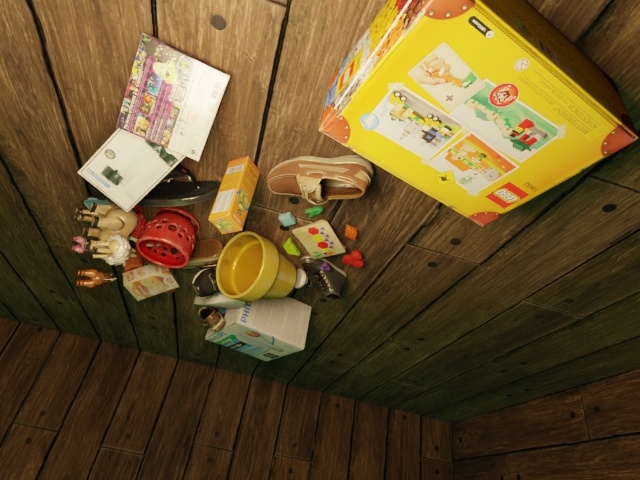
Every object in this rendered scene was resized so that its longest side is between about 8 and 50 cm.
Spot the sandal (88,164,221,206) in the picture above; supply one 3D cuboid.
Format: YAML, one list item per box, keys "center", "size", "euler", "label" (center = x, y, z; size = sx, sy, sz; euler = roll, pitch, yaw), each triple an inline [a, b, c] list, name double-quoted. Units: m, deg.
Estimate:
- center: [-0.529, -0.182, 1.283]
  size: [0.445, 0.167, 0.107]
  euler: [4, 121, 11]
  label: "sandal"

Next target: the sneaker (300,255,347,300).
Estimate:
- center: [0.011, 0.148, 1.633]
  size: [0.222, 0.118, 0.083]
  euler: [28, 142, -23]
  label: "sneaker"

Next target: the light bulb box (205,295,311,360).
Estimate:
- center: [-0.300, 0.396, 1.981]
  size: [0.361, 0.225, 0.358]
  euler: [28, 142, -25]
  label: "light bulb box"

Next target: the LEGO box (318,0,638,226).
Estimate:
- center: [0.310, -0.282, 0.868]
  size: [0.500, 0.193, 0.372]
  euler: [26, 143, -21]
  label: "LEGO box"

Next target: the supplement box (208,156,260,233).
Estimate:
- center: [-0.246, -0.134, 1.195]
  size: [0.080, 0.233, 0.078]
  euler: [-7, 142, 24]
  label: "supplement box"

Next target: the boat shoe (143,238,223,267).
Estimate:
- center: [-0.545, 0.070, 1.673]
  size: [0.341, 0.123, 0.123]
  euler: [-6, 147, 7]
  label: "boat shoe"

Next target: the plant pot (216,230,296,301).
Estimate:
- center: [-0.225, 0.121, 1.567]
  size: [0.254, 0.254, 0.239]
  euler: [-16, 152, 33]
  label: "plant pot"

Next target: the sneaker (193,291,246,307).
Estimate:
- center: [-0.446, 0.215, 1.797]
  size: [0.366, 0.150, 0.135]
  euler: [-7, 163, 44]
  label: "sneaker"

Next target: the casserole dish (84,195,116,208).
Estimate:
- center: [-0.803, -0.110, 1.556]
  size: [0.114, 0.037, 0.188]
  euler: [1, 145, 13]
  label: "casserole dish"

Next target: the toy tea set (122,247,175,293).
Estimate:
- center: [-0.765, 0.126, 1.852]
  size: [0.200, 0.124, 0.336]
  euler: [-14, 145, -16]
  label: "toy tea set"

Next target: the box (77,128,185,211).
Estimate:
- center: [-0.492, -0.235, 1.122]
  size: [0.290, 0.087, 0.169]
  euler: [-37, 115, 16]
  label: "box"

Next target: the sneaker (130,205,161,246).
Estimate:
- center: [-0.672, -0.053, 1.561]
  size: [0.221, 0.087, 0.128]
  euler: [15, 130, -45]
  label: "sneaker"

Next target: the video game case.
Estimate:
- center: [-0.357, -0.340, 1.001]
  size: [0.210, 0.042, 0.232]
  euler: [21, 112, -16]
  label: "video game case"

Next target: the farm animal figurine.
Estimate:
- center: [-0.693, -0.014, 1.362]
  size: [0.172, 0.330, 0.327]
  euler: [7, 145, -41]
  label: "farm animal figurine"

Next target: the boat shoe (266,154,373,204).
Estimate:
- center: [-0.013, -0.168, 1.186]
  size: [0.324, 0.116, 0.123]
  euler: [-4, 143, 21]
  label: "boat shoe"

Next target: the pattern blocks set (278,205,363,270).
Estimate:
- center: [0.000, 0.000, 1.484]
  size: [0.285, 0.026, 0.325]
  euler: [-7, 136, 17]
  label: "pattern blocks set"

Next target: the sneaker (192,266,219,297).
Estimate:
- center: [-0.385, 0.137, 1.642]
  size: [0.124, 0.283, 0.107]
  euler: [-20, 95, 30]
  label: "sneaker"

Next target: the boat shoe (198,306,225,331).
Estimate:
- center: [-0.510, 0.337, 1.876]
  size: [0.095, 0.095, 0.257]
  euler: [49, 157, -21]
  label: "boat shoe"

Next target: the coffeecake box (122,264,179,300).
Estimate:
- center: [-0.724, 0.170, 1.762]
  size: [0.185, 0.068, 0.142]
  euler: [-19, 145, -10]
  label: "coffeecake box"

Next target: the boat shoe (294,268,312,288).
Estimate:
- center: [-0.072, 0.166, 1.674]
  size: [0.076, 0.080, 0.228]
  euler: [13, 166, -12]
  label: "boat shoe"

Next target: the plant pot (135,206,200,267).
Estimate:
- center: [-0.545, -0.019, 1.493]
  size: [0.191, 0.174, 0.191]
  euler: [7, 146, 5]
  label: "plant pot"
